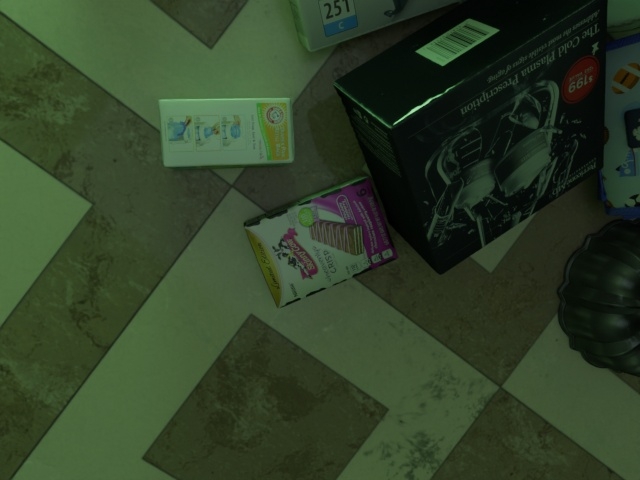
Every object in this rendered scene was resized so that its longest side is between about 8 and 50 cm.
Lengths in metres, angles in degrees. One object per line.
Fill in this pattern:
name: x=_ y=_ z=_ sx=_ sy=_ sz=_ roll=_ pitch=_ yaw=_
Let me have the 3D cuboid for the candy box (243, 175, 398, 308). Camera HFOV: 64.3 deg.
candy box: x=0.000 y=0.000 z=0.903 sx=0.233 sy=0.071 sz=0.159 roll=-23 pitch=100 yaw=-5

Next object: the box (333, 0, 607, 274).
box: x=0.247 y=-0.176 z=0.799 sx=0.343 sy=0.179 sz=0.312 roll=-33 pitch=134 yaw=-3

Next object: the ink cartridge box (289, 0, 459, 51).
ink cartridge box: x=0.079 y=-0.478 z=0.808 sx=0.296 sy=0.066 sz=0.261 roll=-22 pitch=127 yaw=-6

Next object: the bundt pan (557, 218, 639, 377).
bundt pan: x=0.646 y=0.121 z=0.993 sx=0.331 sy=0.124 sz=0.331 roll=-1 pitch=97 yaw=-8

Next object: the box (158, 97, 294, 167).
box: x=-0.150 y=-0.172 z=0.836 sx=0.203 sy=0.114 sz=0.103 roll=-3 pitch=96 yaw=-9

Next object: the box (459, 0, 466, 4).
box: x=0.295 y=-0.460 z=0.864 sx=0.091 sy=0.130 sz=0.170 roll=-22 pitch=101 yaw=-6

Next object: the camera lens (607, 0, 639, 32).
camera lens: x=0.507 y=-0.451 z=0.809 sx=0.274 sy=0.219 sz=0.219 roll=-28 pitch=103 yaw=-43

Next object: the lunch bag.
lunch bag: x=0.683 y=-0.234 z=0.907 sx=0.385 sy=0.239 sz=0.328 roll=-13 pitch=99 yaw=9
